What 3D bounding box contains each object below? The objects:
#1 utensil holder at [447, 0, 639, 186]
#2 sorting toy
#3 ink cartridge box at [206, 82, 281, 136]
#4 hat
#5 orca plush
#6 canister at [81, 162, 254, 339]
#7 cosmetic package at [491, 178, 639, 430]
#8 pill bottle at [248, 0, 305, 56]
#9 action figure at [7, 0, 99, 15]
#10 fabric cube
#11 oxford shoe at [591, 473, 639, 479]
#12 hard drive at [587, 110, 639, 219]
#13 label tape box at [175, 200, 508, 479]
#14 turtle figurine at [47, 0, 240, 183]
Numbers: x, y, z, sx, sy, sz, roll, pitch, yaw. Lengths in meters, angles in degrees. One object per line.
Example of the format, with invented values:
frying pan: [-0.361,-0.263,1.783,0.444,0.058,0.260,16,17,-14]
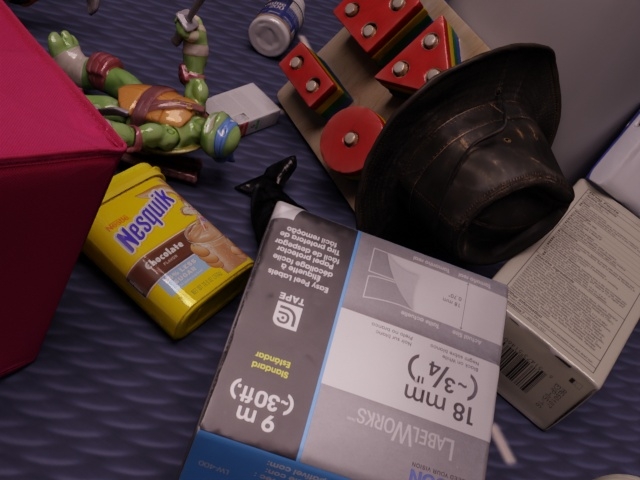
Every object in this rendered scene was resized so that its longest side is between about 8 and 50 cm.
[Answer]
utensil holder: [0.325,-0.278,0.972,0.327,0.385,0.327,12,48,-13]
sorting toy: [0.077,-0.201,0.884,0.089,0.257,0.255,23,31,-58]
ink cartridge box: [-0.117,-0.173,0.938,0.115,0.029,0.063,-30,67,-38]
hat: [0.199,-0.062,0.773,0.331,0.331,0.134,-18,49,-34]
orca plush: [0.000,0.000,0.784,0.151,0.102,0.287,1,51,-23]
canister: [-0.168,0.009,0.726,0.170,0.073,0.126,41,48,12]
cosmetic package: [0.303,0.065,0.850,0.160,0.113,0.309,41,47,14]
pill bottle: [-0.064,-0.347,1.087,0.067,0.067,0.120,24,45,-2]
action figure: [-0.493,-0.418,0.899,0.330,0.178,0.341,-4,54,-38]
fabric cube: [-0.353,-0.041,0.526,0.259,0.258,0.254,48,34,20]
oxford shoe: [0.397,0.394,0.580,0.130,0.169,0.449,1,47,-49]
hard drive: [0.544,-0.088,0.956,0.318,0.210,0.040,31,14,-26]
label tape box: [0.019,0.160,0.598,0.240,0.106,0.334,20,59,-6]
turtle figurine: [-0.222,-0.194,0.769,0.266,0.274,0.198,14,81,17]
